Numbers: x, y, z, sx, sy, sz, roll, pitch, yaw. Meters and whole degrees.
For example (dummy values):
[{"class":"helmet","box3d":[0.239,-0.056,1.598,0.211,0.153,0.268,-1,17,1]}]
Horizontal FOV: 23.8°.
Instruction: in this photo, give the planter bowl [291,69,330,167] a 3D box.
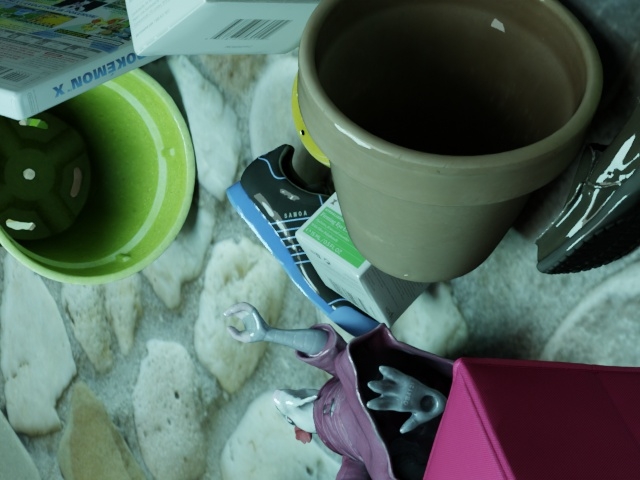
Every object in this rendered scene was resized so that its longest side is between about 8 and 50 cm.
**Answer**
[{"class":"planter bowl","box3d":[0.034,-0.139,1.547,0.217,0.090,0.217,19,115,48]}]

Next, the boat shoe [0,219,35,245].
[{"class":"boat shoe","box3d":[-0.443,-0.034,2.196,0.190,0.068,0.072,-10,81,42]}]

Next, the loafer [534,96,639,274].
[{"class":"loafer","box3d":[0.258,-0.049,1.319,0.220,0.080,0.078,-49,53,40]}]

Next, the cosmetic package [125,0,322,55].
[{"class":"cosmetic package","box3d":[-0.106,-0.384,1.533,0.155,0.197,0.365,-25,73,53]}]

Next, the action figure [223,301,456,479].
[{"class":"action figure","box3d":[0.062,0.167,1.564,0.370,0.276,0.248,170,92,-71]}]

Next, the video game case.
[{"class":"video game case","box3d":[-0.334,-0.234,1.776,0.329,0.300,0.036,17,126,41]}]

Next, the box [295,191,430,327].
[{"class":"box","box3d":[0.050,0.013,1.542,0.101,0.087,0.102,34,163,39]}]

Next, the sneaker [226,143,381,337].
[{"class":"sneaker","box3d":[0.000,0.000,1.640,0.090,0.081,0.232,-43,82,11]}]

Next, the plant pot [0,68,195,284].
[{"class":"plant pot","box3d":[-0.331,-0.086,1.906,0.254,0.276,0.276,1,102,63]}]

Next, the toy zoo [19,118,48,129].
[{"class":"toy zoo","box3d":[-0.370,-0.293,2.044,0.293,0.030,0.192,-45,66,47]}]

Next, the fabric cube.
[{"class":"fabric cube","box3d":[0.228,0.273,1.230,0.258,0.259,0.254,-110,28,-54]}]

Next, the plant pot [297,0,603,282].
[{"class":"plant pot","box3d":[0.106,-0.088,1.382,0.263,0.263,0.229,49,154,30]}]
